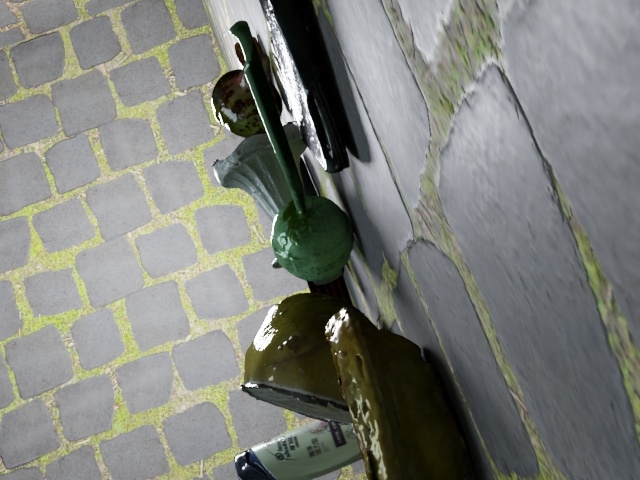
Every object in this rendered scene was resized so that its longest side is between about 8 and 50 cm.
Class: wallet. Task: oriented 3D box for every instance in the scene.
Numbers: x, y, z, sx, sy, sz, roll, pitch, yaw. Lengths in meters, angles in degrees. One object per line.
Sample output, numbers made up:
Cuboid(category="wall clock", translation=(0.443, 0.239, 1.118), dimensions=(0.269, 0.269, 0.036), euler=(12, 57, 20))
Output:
Cuboid(category="wallet", translation=(-0.037, -0.233, 0.961), dimensions=(0.172, 0.045, 0.318), euler=(-112, 2, -66))

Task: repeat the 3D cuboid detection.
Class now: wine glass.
Cuboid(category="wine glass", translation=(-0.062, -0.067, 1.411), dimensions=(0.165, 0.165, 0.196), euler=(86, 159, -77))

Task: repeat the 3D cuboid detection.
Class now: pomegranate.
Cuboid(category="pomegranate", translation=(-0.138, -0.263, 1.605), dimensions=(0.138, 0.125, 0.163), euler=(53, 166, 30))

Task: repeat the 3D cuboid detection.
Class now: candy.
Cuboid(category="candy", translation=(-0.042, -0.104, 1.148), dimensions=(0.440, 0.119, 0.119), euler=(73, 175, -47))

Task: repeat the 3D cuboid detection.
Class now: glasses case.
Cuboid(category="glasses case", translation=(-0.127, -0.315, 1.765), dimensions=(0.218, 0.049, 0.075), euler=(80, 169, -71))

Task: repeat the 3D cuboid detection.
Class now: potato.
Cuboid(category="potato", translation=(0.012, 0.178, 1.380), dimensions=(0.300, 0.246, 0.196), euler=(-9, 62, 61))

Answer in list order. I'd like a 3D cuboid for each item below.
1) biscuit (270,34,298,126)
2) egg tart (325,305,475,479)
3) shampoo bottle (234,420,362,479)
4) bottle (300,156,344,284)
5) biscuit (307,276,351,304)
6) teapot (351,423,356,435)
Cuboid(category="biscuit", translation=(-0.029, -0.196, 1.182), dimensions=(0.188, 0.027, 0.188), euler=(159, 90, -85))
Cuboid(category="egg tart", translation=(0.089, 0.205, 1.016), dimensions=(0.290, 0.115, 0.290), euler=(162, 90, -87))
Cuboid(category="shampoo bottle", translation=(-0.011, 0.471, 1.974), dimensions=(0.134, 0.359, 0.078), euler=(-116, 7, -52))
Cuboid(category="bottle", translation=(-0.025, -0.041, 1.616), dimensions=(0.096, 0.079, 0.253), euler=(8, -127, -50))
Cuboid(category="biscuit", translation=(0.017, 0.110, 1.834), dimensions=(0.107, 0.073, 0.388), euler=(-118, 9, -55))
Cuboid(category="teapot", translation=(0.098, 0.370, 1.806), dimensions=(0.159, 0.116, 0.245), euler=(100, 154, -58))
